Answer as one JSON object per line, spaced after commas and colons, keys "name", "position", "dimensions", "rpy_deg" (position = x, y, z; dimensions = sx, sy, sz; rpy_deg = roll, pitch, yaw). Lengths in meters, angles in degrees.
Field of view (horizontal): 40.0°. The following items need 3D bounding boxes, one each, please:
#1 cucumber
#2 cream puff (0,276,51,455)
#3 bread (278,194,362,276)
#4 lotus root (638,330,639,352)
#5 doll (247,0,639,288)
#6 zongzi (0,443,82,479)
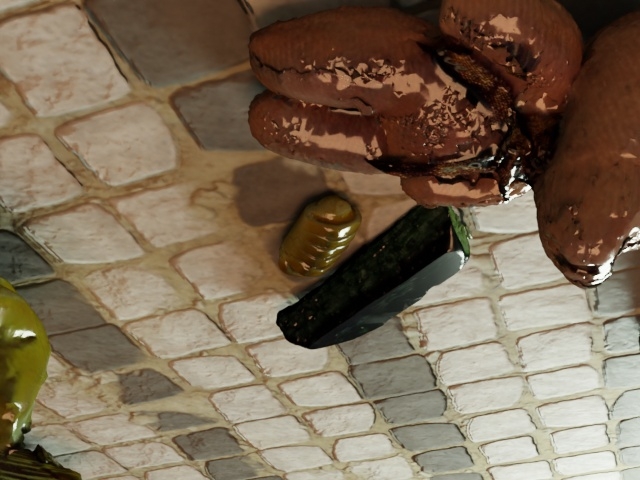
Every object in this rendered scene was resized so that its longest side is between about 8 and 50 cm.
{"name": "cucumber", "position": [0.052, 0.039, 0.734], "dimensions": [0.070, 0.046, 0.220], "rpy_deg": [16, 141, -37]}
{"name": "cream puff", "position": [-0.375, 0.088, 0.621], "dimensions": [0.270, 0.323, 0.274], "rpy_deg": [60, 153, -11]}
{"name": "bread", "position": [0.000, 0.000, 0.683], "dimensions": [0.049, 0.033, 0.088], "rpy_deg": [9, 143, -25]}
{"name": "lotus root", "position": [0.425, 0.124, 0.848], "dimensions": [0.261, 0.074, 0.170], "rpy_deg": [8, 144, -17]}
{"name": "doll", "position": [0.104, -0.052, 0.519], "dimensions": [0.303, 0.156, 0.201], "rpy_deg": [2, 151, 1]}
{"name": "zongzi", "position": [-0.373, 0.238, 0.906], "dimensions": [0.289, 0.154, 0.317], "rpy_deg": [6, 139, -24]}
